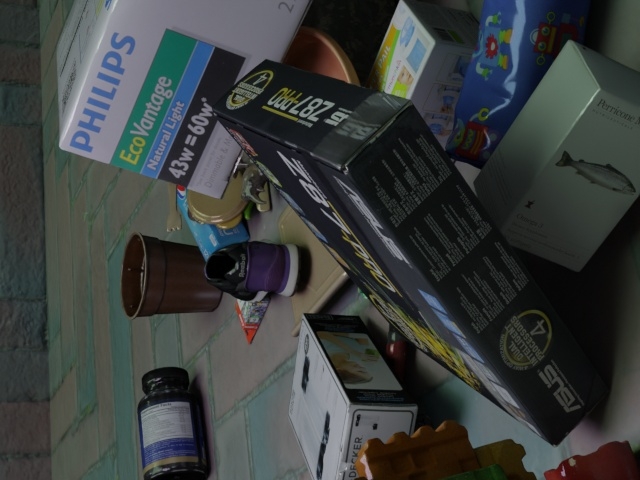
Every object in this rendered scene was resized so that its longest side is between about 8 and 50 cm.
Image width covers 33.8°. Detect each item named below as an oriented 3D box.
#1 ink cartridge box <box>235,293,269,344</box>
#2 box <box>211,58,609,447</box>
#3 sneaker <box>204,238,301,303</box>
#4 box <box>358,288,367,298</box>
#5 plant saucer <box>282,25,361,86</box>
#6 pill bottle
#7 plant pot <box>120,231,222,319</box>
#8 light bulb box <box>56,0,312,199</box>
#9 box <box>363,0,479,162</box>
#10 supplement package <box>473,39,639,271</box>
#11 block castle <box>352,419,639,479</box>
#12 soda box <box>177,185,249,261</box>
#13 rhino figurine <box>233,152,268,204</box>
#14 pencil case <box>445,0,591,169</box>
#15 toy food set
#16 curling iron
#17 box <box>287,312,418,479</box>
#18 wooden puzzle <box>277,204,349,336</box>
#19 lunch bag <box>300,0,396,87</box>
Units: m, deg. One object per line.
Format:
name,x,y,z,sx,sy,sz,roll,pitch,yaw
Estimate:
ink cartridge box,-0.126,0.123,1.850,0.115,0.029,0.063,-65,33,34
box,0.087,0.003,1.076,0.097,0.395,0.318,-45,30,-10
sneaker,-0.134,0.040,1.697,0.283,0.124,0.107,161,114,-68
box,0.101,0.003,1.351,0.179,0.043,0.105,-29,59,45
plant saucer,-0.009,-0.177,1.357,0.200,0.037,0.200,21,117,46
pill bottle,-0.290,0.362,2.039,0.123,0.123,0.219,-52,41,48
plant pot,-0.283,0.073,2.024,0.167,0.165,0.167,-21,66,61
light bulb box,-0.186,-0.307,1.389,0.358,0.225,0.361,-63,25,22
box,0.124,-0.178,1.307,0.203,0.103,0.114,-67,32,32
supplement package,0.242,-0.079,1.003,0.179,0.105,0.105,-60,19,30
block castle,0.066,0.311,0.953,0.303,0.453,0.212,-51,52,51
soda box,-0.213,-0.069,1.945,0.210,0.071,0.067,63,142,19
rhino figurine,-0.123,-0.159,1.826,0.106,0.073,0.243,-28,53,16
pencil case,0.215,-0.214,1.112,0.133,0.119,0.306,28,110,62
toy food set,-0.179,-0.078,1.881,0.038,0.192,0.132,56,-154,-62
curling iron,0.112,0.134,1.363,0.068,0.035,0.274,-15,69,45
box,0.033,0.224,1.369,0.290,0.087,0.169,-125,41,-69
wooden puzzle,0.000,0.000,1.609,0.221,0.044,0.238,129,143,-50
lunch bag,-0.018,-0.275,1.532,0.287,0.169,0.235,-40,53,54
